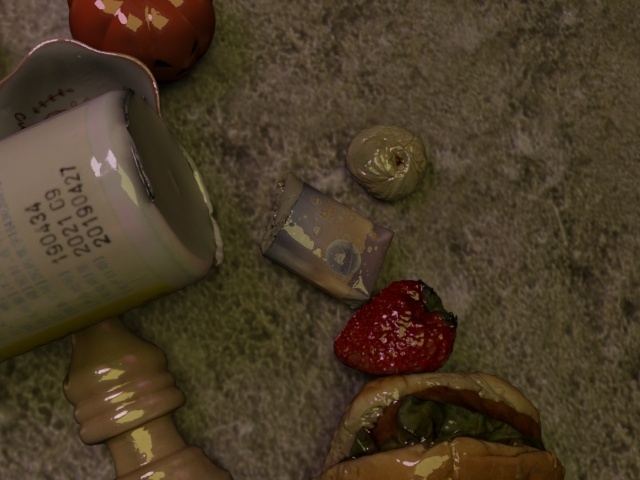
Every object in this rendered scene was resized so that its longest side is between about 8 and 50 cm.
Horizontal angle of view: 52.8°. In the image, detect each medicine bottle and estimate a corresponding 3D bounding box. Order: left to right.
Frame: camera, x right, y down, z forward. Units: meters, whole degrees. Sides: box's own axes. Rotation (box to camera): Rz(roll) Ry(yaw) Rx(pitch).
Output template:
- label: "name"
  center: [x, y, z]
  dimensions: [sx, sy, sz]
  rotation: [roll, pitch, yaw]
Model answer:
- label: "medicine bottle"
  center: [-0.315, 0.007, 0.670]
  dimensions: [0.379, 0.213, 0.213]
  rotation: [-21, 84, 5]

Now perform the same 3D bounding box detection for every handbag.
- label: "handbag"
  center: [0.000, 0.000, 0.844]
  dimensions: [0.173, 0.095, 0.117]
  rotation: [31, 58, -10]

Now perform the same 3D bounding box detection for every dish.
- label: "dish"
  center: [-0.288, -0.129, 0.798]
  dimensions: [0.230, 0.081, 0.229]
  rotation: [0, 97, 0]

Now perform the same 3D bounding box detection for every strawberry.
- label: "strawberry"
  center: [0.101, 0.123, 0.825]
  dimensions: [0.148, 0.131, 0.131]
  rotation: [-44, 90, 6]

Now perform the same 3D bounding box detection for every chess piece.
- label: "chess piece"
  center: [-0.216, 0.199, 0.755]
  dimensions: [0.139, 0.124, 0.307]
  rotation: [-27, 81, 16]

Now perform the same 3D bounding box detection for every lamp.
- label: "lamp"
  center: [-0.225, -0.294, 0.815]
  dimensions: [0.188, 0.164, 0.187]
  rotation: [3, 79, -13]

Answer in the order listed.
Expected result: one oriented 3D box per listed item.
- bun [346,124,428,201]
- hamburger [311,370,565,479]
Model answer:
- label: "bun"
  center: [0.095, -0.112, 0.892]
  dimensions: [0.115, 0.069, 0.115]
  rotation: [2, 77, -11]
- label: "hamburger"
  center: [0.127, 0.255, 0.739]
  dimensions: [0.330, 0.162, 0.208]
  rotation: [-12, 121, -7]
